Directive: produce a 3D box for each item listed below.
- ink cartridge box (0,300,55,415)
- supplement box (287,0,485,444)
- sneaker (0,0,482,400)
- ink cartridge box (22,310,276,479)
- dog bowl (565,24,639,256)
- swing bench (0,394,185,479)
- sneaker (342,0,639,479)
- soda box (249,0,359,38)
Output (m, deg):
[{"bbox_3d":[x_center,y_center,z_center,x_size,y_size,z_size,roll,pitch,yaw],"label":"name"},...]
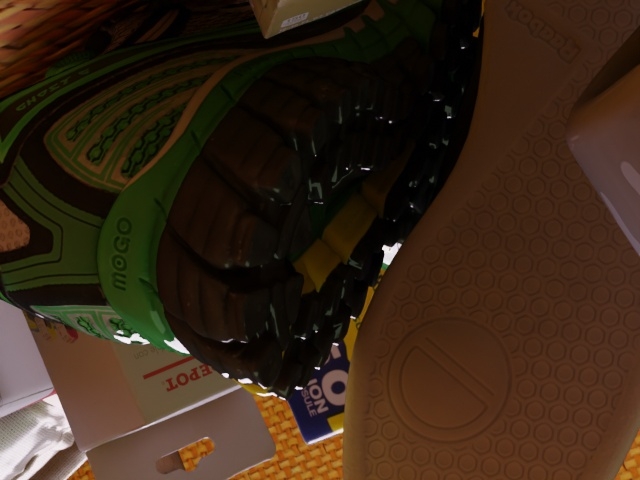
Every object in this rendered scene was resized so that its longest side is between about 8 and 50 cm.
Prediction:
[{"bbox_3d":[-0.248,0.062,0.855,0.197,0.114,0.273,-23,179,9],"label":"ink cartridge box"},{"bbox_3d":[0.133,-0.048,1.013,0.356,0.194,0.195,-26,176,39],"label":"supplement box"},{"bbox_3d":[-0.026,-0.052,0.721,0.146,0.134,0.343,14,-164,15],"label":"sneaker"},{"bbox_3d":[-0.074,0.025,0.845,0.104,0.181,0.061,-21,177,-40],"label":"ink cartridge box"},{"bbox_3d":[0.201,-0.099,0.456,0.349,0.102,0.349,-44,-179,1],"label":"dog bowl"},{"bbox_3d":[-0.223,0.132,1.136,0.253,0.165,0.255,-43,-170,5],"label":"swing bench"},{"bbox_3d":[0.090,0.006,0.706,0.104,0.296,0.147,12,169,16],"label":"sneaker"},{"bbox_3d":[0.059,-0.115,0.467,0.181,0.061,0.058,-23,177,-8],"label":"soda box"}]
